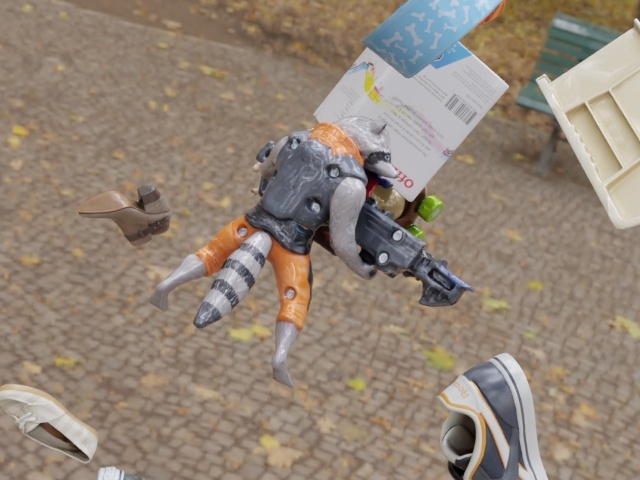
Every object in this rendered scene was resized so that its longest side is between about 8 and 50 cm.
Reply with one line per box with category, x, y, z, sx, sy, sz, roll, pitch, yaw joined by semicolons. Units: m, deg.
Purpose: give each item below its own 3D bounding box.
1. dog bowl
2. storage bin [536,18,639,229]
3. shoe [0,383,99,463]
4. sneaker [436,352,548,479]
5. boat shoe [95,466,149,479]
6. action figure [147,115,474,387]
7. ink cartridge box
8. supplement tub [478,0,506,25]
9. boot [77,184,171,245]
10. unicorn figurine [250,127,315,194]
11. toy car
dog bowl;0.160;-0.290;1.264;0.074;0.166;0.297;50;37;-6
storage bin;0.376;-0.050;1.072;0.262;0.123;0.260;39;26;-38
shoe;-0.491;0.330;1.857;0.219;0.076;0.058;39;32;-27
sneaker;0.241;0.318;1.435;0.127;0.321;0.126;-21;19;-12
boat shoe;-0.354;0.547;1.710;0.119;0.335;0.121;16;8;-7
action figure;0.000;0.000;1.205;0.341;0.330;0.178;27;-10;25
ink cartridge box;0.155;-0.251;1.865;0.198;0.270;0.197;37;10;-21
supplement tub;0.251;-0.568;1.860;0.207;0.338;0.207;-6;46;7
boot;-0.255;-0.027;1.364;0.118;0.087;0.042;-15;48;-10
unicorn figurine;-0.051;-0.117;1.557;0.111;0.162;0.060;-42;92;-22
toy car;0.115;-0.062;1.983;0.155;0.149;0.188;42;30;22
